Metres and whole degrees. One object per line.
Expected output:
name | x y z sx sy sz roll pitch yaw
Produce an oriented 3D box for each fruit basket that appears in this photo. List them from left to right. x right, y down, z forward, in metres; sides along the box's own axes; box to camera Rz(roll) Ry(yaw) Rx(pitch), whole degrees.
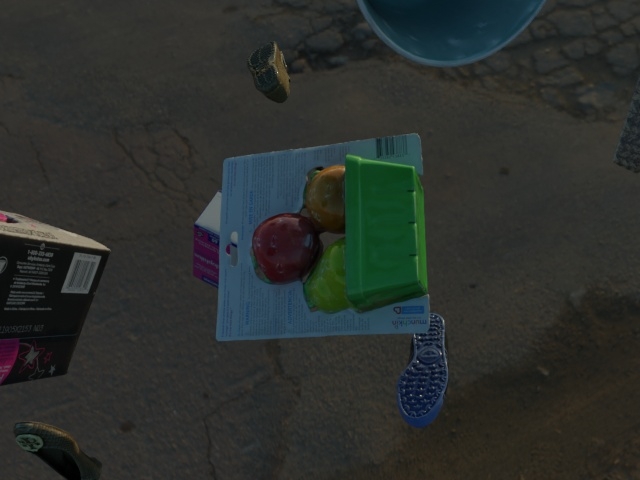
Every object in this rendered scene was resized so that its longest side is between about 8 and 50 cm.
fruit basket | 0.000 0.000 1.152 0.353 0.165 0.327 -7 73 21

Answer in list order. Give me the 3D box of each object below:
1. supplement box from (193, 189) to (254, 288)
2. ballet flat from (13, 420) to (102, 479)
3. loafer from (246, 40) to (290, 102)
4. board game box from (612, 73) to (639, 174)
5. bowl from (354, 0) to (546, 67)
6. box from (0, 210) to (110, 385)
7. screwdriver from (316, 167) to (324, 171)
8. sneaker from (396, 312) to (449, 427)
supplement box | -0.214 0.009 1.589 0.111 0.220 0.114 26 57 7
ballet flat | -0.474 0.395 1.271 0.084 0.250 0.058 -2 52 14
loafer | -0.078 -0.256 1.076 0.056 0.050 0.148 -24 39 15
board game box | 0.569 -0.248 0.993 0.141 0.232 0.291 31 65 26
bowl | 0.141 -0.389 0.875 0.311 0.311 0.163 -22 33 -13
box | -0.354 0.048 0.705 0.142 0.247 0.163 19 89 12
screwdriver | 0.049 -0.138 1.411 0.170 0.025 0.024 10 6 -28
sneaker | 0.176 0.226 1.149 0.081 0.090 0.232 -1 36 18
